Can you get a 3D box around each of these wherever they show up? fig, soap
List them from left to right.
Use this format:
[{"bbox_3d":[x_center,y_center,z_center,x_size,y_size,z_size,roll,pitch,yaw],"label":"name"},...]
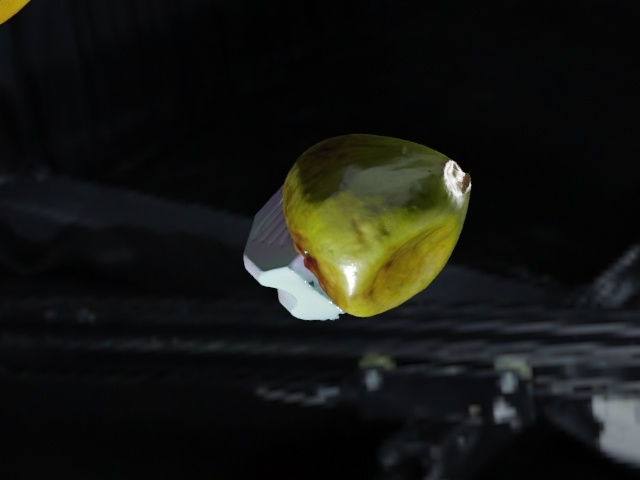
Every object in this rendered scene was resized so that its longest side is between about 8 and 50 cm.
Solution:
[{"bbox_3d":[0.000,0.000,2.475,0.193,0.109,0.324,-47,-164,-1],"label":"soap"},{"bbox_3d":[0.051,-0.018,1.607,0.166,0.144,0.154,-22,-124,42],"label":"fig"}]

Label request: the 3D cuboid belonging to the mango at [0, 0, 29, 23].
[{"bbox_3d":[-0.435,-0.341,2.455,0.253,0.138,0.113,-19,-148,4],"label":"mango"}]
